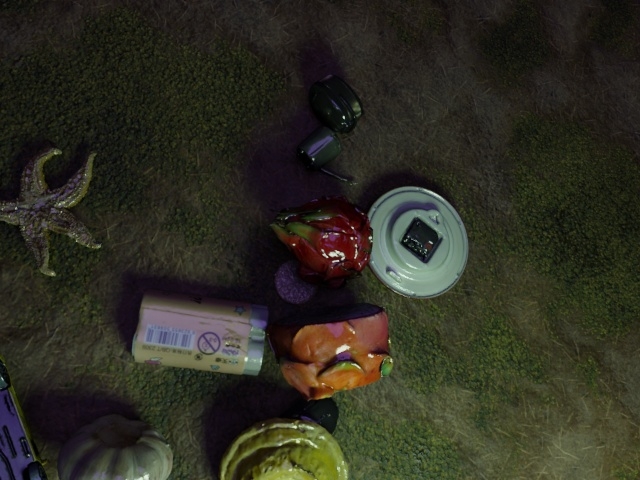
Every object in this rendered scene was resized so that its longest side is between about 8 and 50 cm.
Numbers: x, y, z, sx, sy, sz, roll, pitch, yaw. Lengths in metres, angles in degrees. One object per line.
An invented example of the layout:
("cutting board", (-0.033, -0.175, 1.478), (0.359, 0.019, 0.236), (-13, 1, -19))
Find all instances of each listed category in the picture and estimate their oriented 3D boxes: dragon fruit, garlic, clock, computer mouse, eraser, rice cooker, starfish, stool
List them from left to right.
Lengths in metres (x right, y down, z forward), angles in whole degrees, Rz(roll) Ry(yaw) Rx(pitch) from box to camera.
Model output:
("starfish", (-0.625, -0.067, 1.145), (0.299, 0.060, 0.303), (-27, 79, -25))
("garlic", (-0.422, 0.488, 1.015), (0.218, 0.218, 0.212), (13, 103, -11))
("eraser", (-0.275, 0.215, 1.153), (0.290, 0.087, 0.171), (9, 76, -11))
("computer mouse", (-0.047, 0.448, 1.159), (0.217, 0.073, 0.122), (-36, 86, -17))
("stool", (-0.005, -0.246, 1.329), (0.110, 0.096, 0.096), (-41, 89, -14))
("dragon fruit", (0.000, 0.000, 1.195), (0.292, 0.233, 0.234), (8, 74, -31))
("dragon fruit", (0.035, 0.253, 1.123), (0.290, 0.290, 0.190), (-11, 89, -16))
("rice cooker", (0.043, -0.375, 1.361), (0.165, 0.112, 0.106), (44, 65, -1))
("clock", (0.261, 0.001, 1.342), (0.318, 0.080, 0.319), (3, 76, -13))

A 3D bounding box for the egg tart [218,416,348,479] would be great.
("egg tart", (-0.079, 0.527, 1.067), (0.289, 0.115, 0.291), (-1, 103, -5))

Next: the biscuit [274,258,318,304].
("biscuit", (-0.061, 0.105, 1.268), (0.120, 0.015, 0.120), (3, 75, -13))

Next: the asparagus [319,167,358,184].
("asparagus", (0.049, -0.176, 1.364), (0.114, 0.015, 0.014), (23, 70, -7))

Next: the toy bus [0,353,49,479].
("toy bus", (-0.650, 0.392, 0.981), (0.145, 0.151, 0.332), (-22, 81, -24))
